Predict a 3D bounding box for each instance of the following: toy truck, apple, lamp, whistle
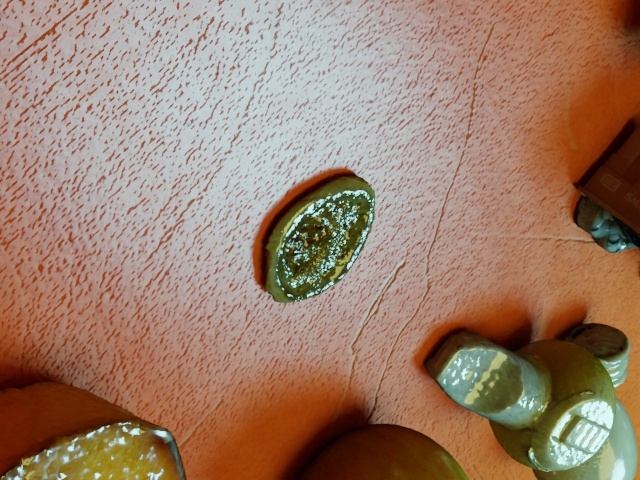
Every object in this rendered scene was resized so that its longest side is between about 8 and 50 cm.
[{"bbox_3d":[0.373,-0.019,1.541,0.184,0.133,0.338,-53,148,4],"label":"toy truck"},{"bbox_3d":[0.052,0.235,1.388,0.163,0.147,0.146,-47,148,-2],"label":"apple"},{"bbox_3d":[0.260,0.170,1.637,0.106,0.106,0.193,-25,131,-36],"label":"lamp"},{"bbox_3d":[0.175,0.131,1.503,0.223,0.123,0.123,25,103,-36],"label":"whistle"}]

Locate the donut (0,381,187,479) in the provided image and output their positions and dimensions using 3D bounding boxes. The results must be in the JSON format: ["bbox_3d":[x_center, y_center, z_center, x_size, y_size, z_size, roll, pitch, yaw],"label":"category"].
[{"bbox_3d":[-0.189,0.161,1.052,0.259,0.101,0.152,-22,138,-36],"label":"donut"}]

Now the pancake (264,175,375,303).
[{"bbox_3d":[0.000,0.001,1.203,0.108,0.017,0.108,-28,140,-26],"label":"pancake"}]
